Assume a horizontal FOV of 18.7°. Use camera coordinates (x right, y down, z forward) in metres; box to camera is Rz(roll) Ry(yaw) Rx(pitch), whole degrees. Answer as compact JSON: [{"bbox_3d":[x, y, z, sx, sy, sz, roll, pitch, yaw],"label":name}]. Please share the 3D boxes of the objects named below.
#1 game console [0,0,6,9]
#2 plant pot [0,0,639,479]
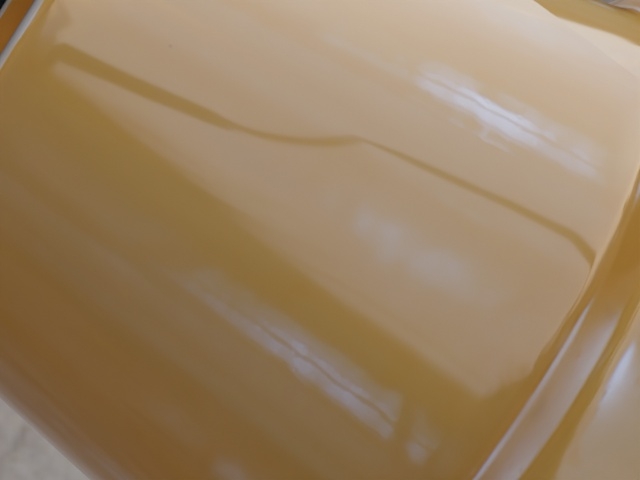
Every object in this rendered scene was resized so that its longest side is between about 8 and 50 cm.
[{"bbox_3d":[-0.160,-0.281,0.574,0.342,0.387,0.060,-63,174,-2],"label":"game console"},{"bbox_3d":[0.000,0.000,0.481,0.188,0.205,0.205,33,51,-15],"label":"plant pot"}]
